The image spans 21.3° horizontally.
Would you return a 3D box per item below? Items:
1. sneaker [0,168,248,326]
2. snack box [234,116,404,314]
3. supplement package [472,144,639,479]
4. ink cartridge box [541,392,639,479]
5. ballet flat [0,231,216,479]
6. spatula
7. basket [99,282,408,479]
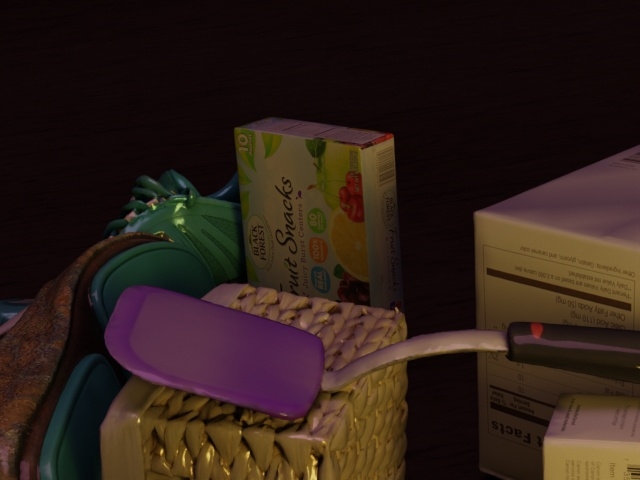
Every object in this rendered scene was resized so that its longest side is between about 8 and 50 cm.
[{"bbox_3d":[-0.110,0.012,1.079,0.107,0.110,0.275,13,25,41],"label":"sneaker"},{"bbox_3d":[0.000,0.000,1.039,0.100,0.141,0.037,11,24,39],"label":"snack box"},{"bbox_3d":[0.236,0.036,0.873,0.204,0.145,0.262,14,24,42],"label":"supplement package"},{"bbox_3d":[0.163,0.120,0.707,0.135,0.099,0.056,2,18,15],"label":"ink cartridge box"},{"bbox_3d":[-0.138,0.084,0.878,0.123,0.123,0.348,-1,18,8],"label":"ballet flat"},{"bbox_3d":[0.056,0.050,0.723,0.296,0.030,0.084,1,23,6],"label":"spatula"},{"bbox_3d":[-0.024,0.101,0.792,0.103,0.113,0.167,5,21,15],"label":"basket"}]
